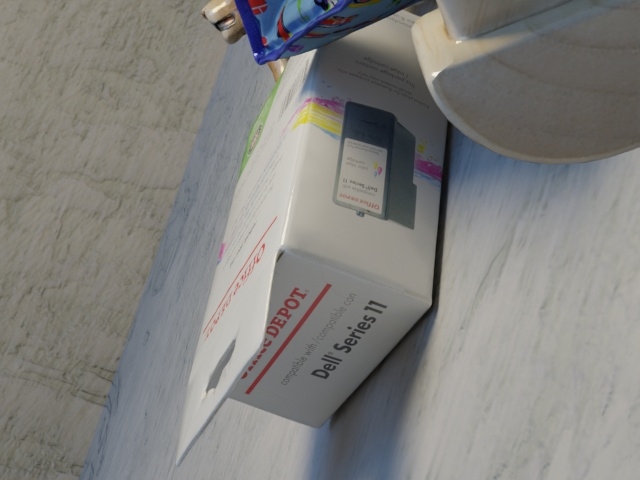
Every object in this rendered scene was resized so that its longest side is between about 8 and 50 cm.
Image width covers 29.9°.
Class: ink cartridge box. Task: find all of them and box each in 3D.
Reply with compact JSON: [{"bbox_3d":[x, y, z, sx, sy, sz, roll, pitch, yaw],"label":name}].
[{"bbox_3d":[0.000,0.000,0.927,0.207,0.119,0.353,125,161,-49],"label":"ink cartridge box"}]

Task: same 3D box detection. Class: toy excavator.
[{"bbox_3d":[0.085,-0.302,0.376,0.445,0.433,0.222,-45,19,19],"label":"toy excavator"}]

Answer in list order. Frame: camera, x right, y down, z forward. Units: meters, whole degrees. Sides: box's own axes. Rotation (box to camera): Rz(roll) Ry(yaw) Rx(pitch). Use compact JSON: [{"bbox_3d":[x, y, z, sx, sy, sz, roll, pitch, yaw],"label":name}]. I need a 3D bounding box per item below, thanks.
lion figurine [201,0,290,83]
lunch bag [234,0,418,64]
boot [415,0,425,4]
[{"bbox_3d":[-0.028,-0.265,1.123,0.392,0.142,0.240,107,151,-67],"label":"lion figurine"},{"bbox_3d":[0.069,-0.214,0.770,0.221,0.138,0.293,-29,17,-14],"label":"lunch bag"},{"bbox_3d":[0.070,-0.341,1.126,0.258,0.095,0.123,-107,22,-44],"label":"boot"}]
